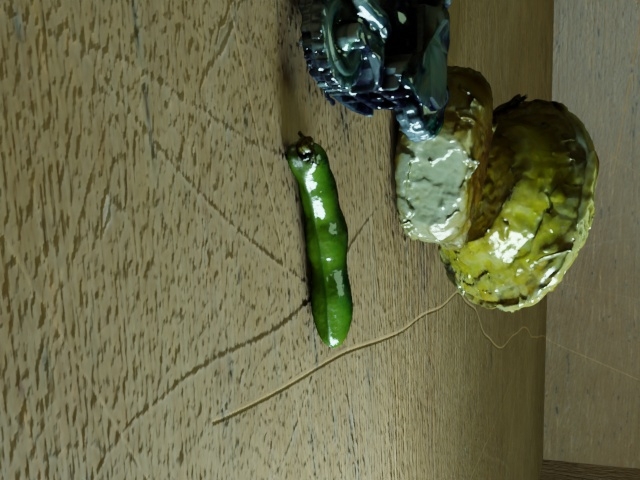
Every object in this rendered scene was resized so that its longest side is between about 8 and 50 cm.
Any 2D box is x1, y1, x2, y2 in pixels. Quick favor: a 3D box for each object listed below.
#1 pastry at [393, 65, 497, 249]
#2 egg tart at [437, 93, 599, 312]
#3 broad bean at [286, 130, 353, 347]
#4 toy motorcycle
[{"bbox_3d":[0.145,-0.102,1.457,0.229,0.100,0.218,81,21,-54],"label":"pastry"},{"bbox_3d":[0.228,-0.054,1.606,0.116,0.295,0.295,15,74,-32],"label":"egg tart"},{"bbox_3d":[0.001,-0.004,1.053,0.069,0.039,0.227,-80,164,-47],"label":"broad bean"},{"bbox_3d":[0.052,-0.182,1.086,0.270,0.106,0.159,22,67,-63],"label":"toy motorcycle"}]
